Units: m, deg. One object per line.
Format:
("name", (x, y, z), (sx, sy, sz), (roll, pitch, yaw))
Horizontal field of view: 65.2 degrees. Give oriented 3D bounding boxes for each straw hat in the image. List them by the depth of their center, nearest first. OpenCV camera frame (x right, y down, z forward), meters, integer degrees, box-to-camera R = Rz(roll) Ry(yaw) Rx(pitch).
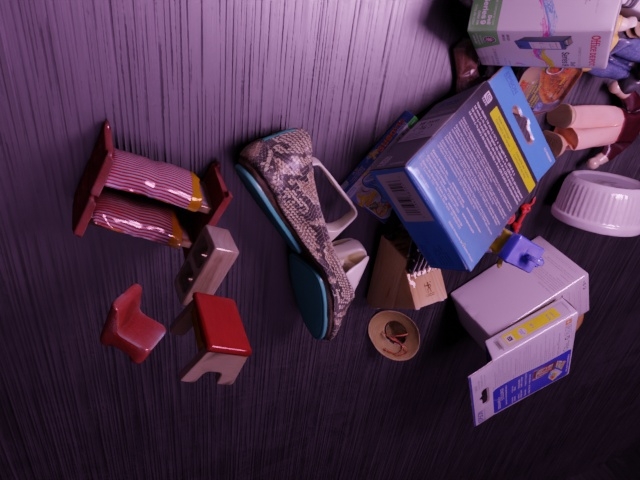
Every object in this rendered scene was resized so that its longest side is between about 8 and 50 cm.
("straw hat", (0.197, 0.231, 1.290), (0.061, 0.145, 0.144), (-39, 151, -57))

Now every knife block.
("knife block", (0.178, 0.027, 1.109), (0.088, 0.276, 0.241), (-14, 89, -25))

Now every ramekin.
("ramekin", (0.683, -0.098, 1.215), (0.207, 0.207, 0.108), (-5, 115, -24))

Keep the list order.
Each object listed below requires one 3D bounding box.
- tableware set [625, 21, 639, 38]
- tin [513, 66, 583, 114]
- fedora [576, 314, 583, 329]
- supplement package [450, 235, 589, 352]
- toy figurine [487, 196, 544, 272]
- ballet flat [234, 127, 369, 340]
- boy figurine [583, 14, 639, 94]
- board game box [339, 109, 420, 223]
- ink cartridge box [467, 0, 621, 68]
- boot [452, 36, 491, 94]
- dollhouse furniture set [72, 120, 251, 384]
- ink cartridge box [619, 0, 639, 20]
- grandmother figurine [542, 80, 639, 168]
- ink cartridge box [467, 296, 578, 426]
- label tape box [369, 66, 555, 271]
("tableware set", (0.717, -0.511, 1.038), (0.128, 0.039, 0.194), (20, 112, -36))
("tin", (0.432, -0.308, 0.976), (0.106, 0.040, 0.189), (-2, 162, 2))
("fedora", (0.672, 0.202, 1.478), (0.194, 0.194, 0.079), (-58, 165, 18))
("supplement package", (0.530, 0.164, 1.335), (0.293, 0.177, 0.175), (-32, 134, -2))
("toy figurine", (0.414, -0.030, 1.112), (0.363, 0.217, 0.191), (24, 110, -38))
("ballet flat", (0.000, 0.000, 0.974), (0.182, 0.164, 0.482), (-32, 128, -15))
("boy figurine", (0.515, -0.372, 0.967), (0.286, 0.092, 0.177), (8, 162, -17))
("board game box", (0.151, -0.144, 1.017), (0.136, 0.035, 0.201), (31, 105, -39))
("ink cartridge box", (0.367, -0.354, 0.821), (0.154, 0.213, 0.093), (7, 94, -64))
("boot", (0.303, -0.337, 0.958), (0.107, 0.037, 0.114), (-24, 126, -12))
("dollhouse furniture set", (-0.224, 0.006, 0.715), (0.202, 0.374, 0.152), (16, 119, -36))
("ink cartridge box", (0.498, -0.548, 0.815), (0.396, 0.166, 0.285), (2, 121, -29))
("grandmother figurine", (0.678, -0.261, 1.161), (0.343, 0.104, 0.207), (-10, 135, -17))
("ink cartridge box", (0.498, 0.319, 1.274), (0.308, 0.072, 0.303), (-26, 136, -4))
("label tape box", (0.282, -0.140, 0.954), (0.333, 0.106, 0.240), (-45, 113, -24))
